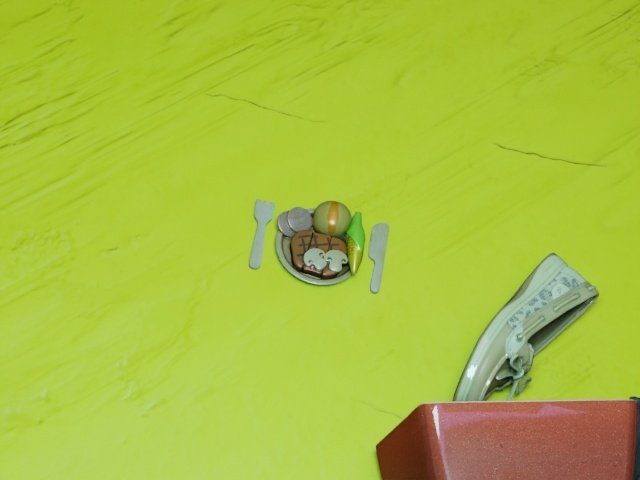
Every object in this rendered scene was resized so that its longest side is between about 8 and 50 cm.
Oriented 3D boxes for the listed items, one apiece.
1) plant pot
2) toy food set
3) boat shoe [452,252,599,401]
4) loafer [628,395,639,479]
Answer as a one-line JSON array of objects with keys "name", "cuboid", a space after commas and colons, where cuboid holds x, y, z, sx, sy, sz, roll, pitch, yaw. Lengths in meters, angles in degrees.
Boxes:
[{"name": "plant pot", "cuboid": [0.228, 0.337, 1.974, 0.267, 0.267, 0.236, 1, 72, -11]}, {"name": "toy food set", "cuboid": [0.000, 0.000, 2.245, 0.192, 0.038, 0.132, 10, 58, -5]}, {"name": "boat shoe", "cuboid": [0.275, 0.130, 2.181, 0.089, 0.104, 0.285, 34, 58, 13]}, {"name": "loafer", "cuboid": [0.391, 0.294, 2.126, 0.078, 0.076, 0.223, 29, 53, 13]}]
